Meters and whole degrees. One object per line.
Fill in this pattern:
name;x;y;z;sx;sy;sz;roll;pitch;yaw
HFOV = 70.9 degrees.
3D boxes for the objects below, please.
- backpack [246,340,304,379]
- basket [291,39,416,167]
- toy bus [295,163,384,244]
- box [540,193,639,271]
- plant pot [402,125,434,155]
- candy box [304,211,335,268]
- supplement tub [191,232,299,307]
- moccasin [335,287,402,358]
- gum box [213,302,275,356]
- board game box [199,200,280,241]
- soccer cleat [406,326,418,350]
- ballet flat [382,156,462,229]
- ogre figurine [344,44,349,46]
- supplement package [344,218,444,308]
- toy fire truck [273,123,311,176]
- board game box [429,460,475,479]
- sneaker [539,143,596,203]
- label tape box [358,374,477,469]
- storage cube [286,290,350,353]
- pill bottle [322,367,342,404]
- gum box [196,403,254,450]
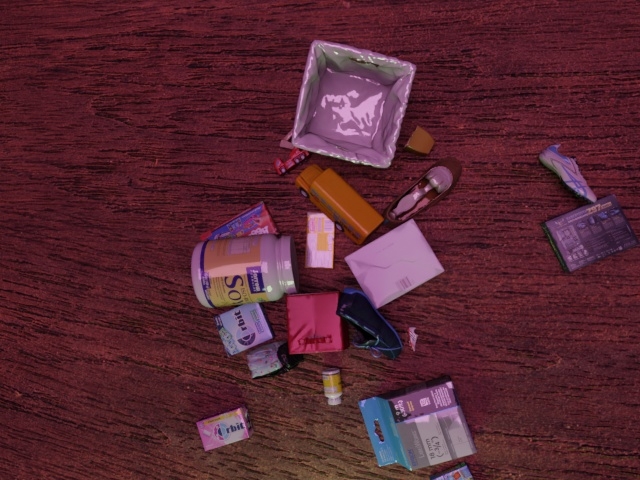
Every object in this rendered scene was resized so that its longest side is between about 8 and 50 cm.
backpack;-0.170;0.424;1.598;0.182;0.152;0.115;-23;77;20
basket;0.099;-0.435;1.480;0.329;0.266;0.330;13;103;-1
toy bus;0.061;-0.137;1.574;0.108;0.130;0.333;-42;80;-17
box;0.881;-0.023;1.477;0.233;0.059;0.183;-25;83;8
plant pot;0.350;-0.340;1.580;0.083;0.081;0.081;30;92;0
candy box;0.000;0.000;1.642;0.105;0.027;0.205;2;86;10
supplement tub;-0.252;0.101;1.564;0.332;0.241;0.240;-7;85;4
moccasin;0.146;0.295;1.482;0.342;0.138;0.116;50;61;-26
gum box;-0.282;0.320;1.664;0.185;0.041;0.156;-24;83;8
board game box;-0.304;-0.020;1.697;0.282;0.027;0.145;-29;84;7
soccer cleat;0.325;0.343;1.566;0.036;0.029;0.083;-13;80;13
ballet flat;0.351;-0.166;1.544;0.343;0.124;0.116;-37;82;5
ogre figurine;0.107;-0.624;1.634;0.197;0.097;0.118;36;75;-5
supplement package;0.251;0.083;1.535;0.262;0.145;0.203;-31;82;7
toy fire truck;-0.105;-0.342;1.671;0.192;0.047;0.135;-33;81;7
board game box;0.473;0.866;1.505;0.136;0.035;0.201;-27;82;7
sneaker;0.819;-0.219;1.467;0.086;0.085;0.237;-41;66;23
label tape box;0.317;0.623;1.511;0.334;0.106;0.240;-20;83;8
storage cube;-0.004;0.278;1.537;0.184;0.215;0.192;-6;80;10
pill bottle;0.043;0.513;1.585;0.065;0.065;0.116;-7;86;9
gum box;-0.342;0.679;1.641;0.189;0.062;0.107;-20;84;8
